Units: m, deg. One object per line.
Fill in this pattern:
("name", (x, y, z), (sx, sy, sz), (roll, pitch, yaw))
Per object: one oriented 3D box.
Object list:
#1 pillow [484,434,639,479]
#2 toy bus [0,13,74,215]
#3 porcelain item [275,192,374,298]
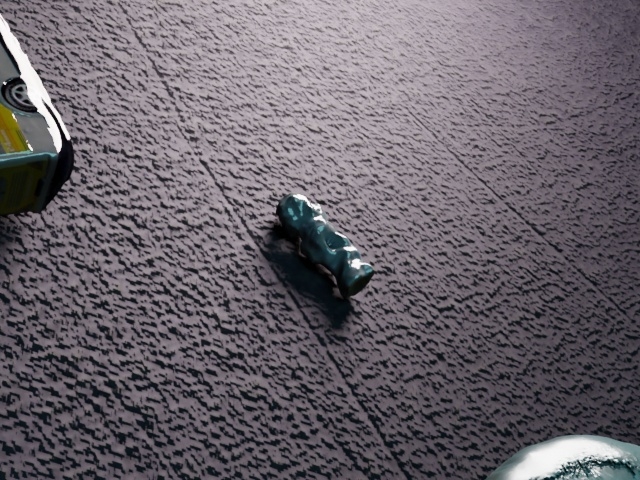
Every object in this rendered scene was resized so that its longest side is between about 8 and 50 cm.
("pillow", (0.181, 0.206, 0.697), (0.214, 0.086, 0.233), (-15, 57, -41))
("toy bus", (-0.207, -0.090, 0.737), (0.072, 0.057, 0.172), (-13, 56, -37))
("porcelain item", (0.000, 0.000, 0.835), (0.083, 0.028, 0.036), (49, 19, 21))
